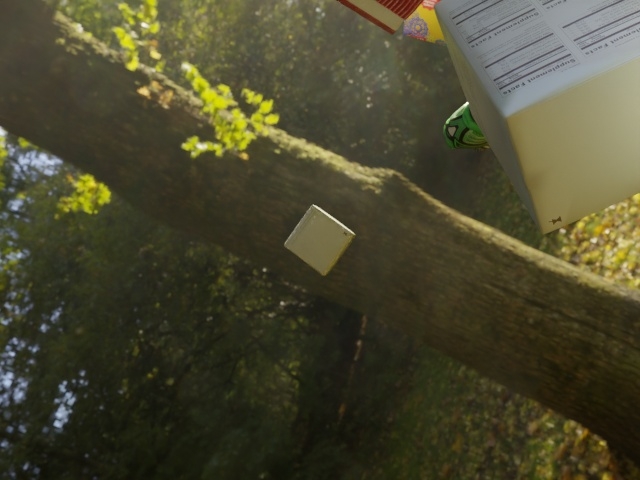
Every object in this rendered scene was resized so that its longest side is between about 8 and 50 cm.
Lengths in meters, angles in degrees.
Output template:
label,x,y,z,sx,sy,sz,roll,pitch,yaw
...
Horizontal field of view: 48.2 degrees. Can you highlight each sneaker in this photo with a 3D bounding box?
label,x,y,z,sx,sy,sz,roll,pitch,yaw
sneaker,0.394,-0.275,1.605,0.343,0.134,0.146,-10,-13,-46

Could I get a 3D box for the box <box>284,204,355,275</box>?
label,x,y,z,sx,sy,sz,roll,pitch,yaw
box,0.000,0.000,1.397,0.101,0.102,0.087,-54,-3,3

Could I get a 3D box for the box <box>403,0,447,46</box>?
label,x,y,z,sx,sy,sz,roll,pitch,yaw
box,0.345,-0.468,1.293,0.279,0.290,0.177,-45,-32,-39

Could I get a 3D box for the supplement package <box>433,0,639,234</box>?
label,x,y,z,sx,sy,sz,roll,pitch,yaw
supplement package,0.290,-0.191,0.867,0.199,0.198,0.263,56,-166,-43

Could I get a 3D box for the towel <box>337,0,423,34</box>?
label,x,y,z,sx,sy,sz,roll,pitch,yaw
towel,0.123,-0.491,1.082,0.329,0.237,0.037,-44,33,38
